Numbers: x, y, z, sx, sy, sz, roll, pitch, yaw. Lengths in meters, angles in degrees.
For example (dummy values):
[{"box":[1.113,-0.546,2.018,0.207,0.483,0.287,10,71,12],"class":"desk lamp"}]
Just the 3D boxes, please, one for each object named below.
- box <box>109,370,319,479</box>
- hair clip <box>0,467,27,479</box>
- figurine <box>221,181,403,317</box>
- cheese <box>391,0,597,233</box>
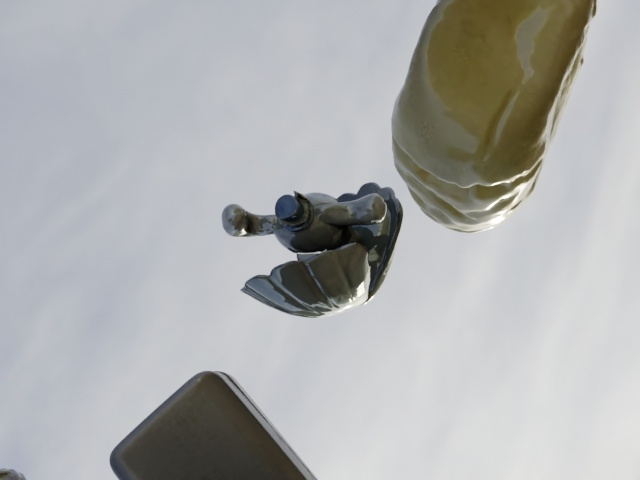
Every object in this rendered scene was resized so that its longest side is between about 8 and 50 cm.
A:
[{"box":[-0.032,0.205,1.160,0.103,0.243,0.055,-42,-16,4],"class":"box"},{"box":[-0.167,0.195,0.832,0.056,0.146,0.187,6,-106,-14],"class":"hair clip"},{"box":[0.000,0.000,0.952,0.086,0.094,0.082,15,-119,-43],"class":"figurine"},{"box":[0.137,-0.120,1.311,0.226,0.117,0.214,-62,-14,-19],"class":"cheese"}]
